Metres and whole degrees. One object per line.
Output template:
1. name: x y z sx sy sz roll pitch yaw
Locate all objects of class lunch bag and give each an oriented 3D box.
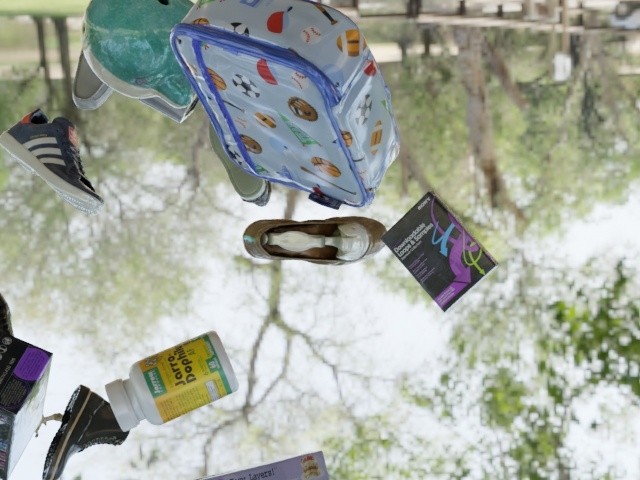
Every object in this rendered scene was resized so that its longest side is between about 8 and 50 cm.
1. lunch bag: -0.042 -0.162 1.248 0.243 0.115 0.303 19 155 24

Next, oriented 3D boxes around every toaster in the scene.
1. toaster: -0.272 -0.337 2.077 0.110 0.168 0.185 30 -161 -4

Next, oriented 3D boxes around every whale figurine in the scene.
1. whale figurine: -0.203 -0.295 1.524 0.272 0.216 0.141 6 149 -27

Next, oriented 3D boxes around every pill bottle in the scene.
1. pill bottle: -0.254 0.243 1.797 0.208 0.117 0.117 -22 -168 -10

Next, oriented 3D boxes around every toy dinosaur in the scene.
1. toy dinosaur: -0.675 0.421 2.416 0.183 0.053 0.092 -5 145 -45

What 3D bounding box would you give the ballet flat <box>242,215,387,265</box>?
1. ballet flat: 0.000 0.000 2.339 0.342 0.116 0.124 3 -177 -15

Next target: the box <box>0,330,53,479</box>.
1. box: -0.633 0.322 2.069 0.143 0.270 0.165 23 -133 -1

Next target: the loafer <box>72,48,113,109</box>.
1. loafer: -0.516 -0.461 2.496 0.112 0.319 0.111 9 158 11

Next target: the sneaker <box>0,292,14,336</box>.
1. sneaker: -0.708 0.209 2.359 0.079 0.217 0.121 -12 -175 -33

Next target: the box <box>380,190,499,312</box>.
1. box: 0.188 0.017 1.686 0.116 0.162 0.029 -45 166 18

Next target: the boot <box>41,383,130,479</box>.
1. boot: -0.445 0.394 2.051 0.137 0.198 0.077 30 151 -20

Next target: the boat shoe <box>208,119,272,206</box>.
1. boat shoe: -0.158 -0.166 2.087 0.081 0.227 0.068 -26 153 10

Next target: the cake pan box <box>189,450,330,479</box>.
1. cake pan box: -0.157 0.467 2.005 0.267 0.070 0.246 -7 167 -32

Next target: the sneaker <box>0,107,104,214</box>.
1. sneaker: -0.589 -0.193 2.414 0.350 0.148 0.131 36 169 28
